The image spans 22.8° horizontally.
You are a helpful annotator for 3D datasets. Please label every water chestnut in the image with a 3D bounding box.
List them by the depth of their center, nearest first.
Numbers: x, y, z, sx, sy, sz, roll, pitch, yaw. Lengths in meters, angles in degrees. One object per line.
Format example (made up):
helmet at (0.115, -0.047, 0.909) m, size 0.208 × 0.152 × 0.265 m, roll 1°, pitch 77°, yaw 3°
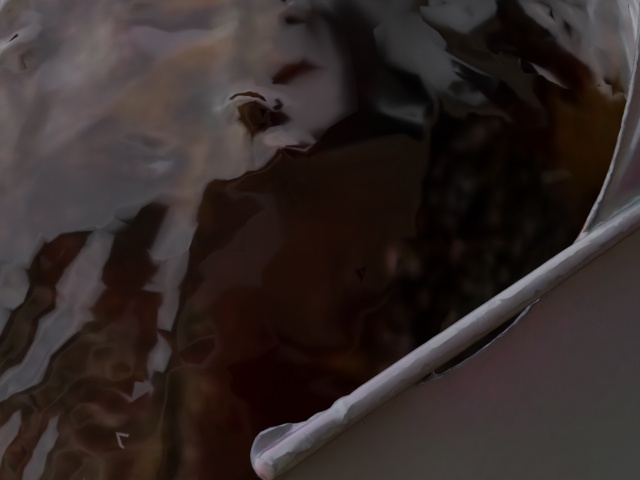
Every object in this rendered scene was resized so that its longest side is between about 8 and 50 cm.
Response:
water chestnut at (0.000, 0.000, 0.561) m, size 0.302 × 0.350 × 0.350 m, roll 12°, pitch -44°, yaw -15°

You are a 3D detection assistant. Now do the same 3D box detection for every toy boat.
toy boat at (0.135, 0.016, 0.377) m, size 0.318 × 0.219 × 0.072 m, roll -56°, pitch 14°, yaw -25°
